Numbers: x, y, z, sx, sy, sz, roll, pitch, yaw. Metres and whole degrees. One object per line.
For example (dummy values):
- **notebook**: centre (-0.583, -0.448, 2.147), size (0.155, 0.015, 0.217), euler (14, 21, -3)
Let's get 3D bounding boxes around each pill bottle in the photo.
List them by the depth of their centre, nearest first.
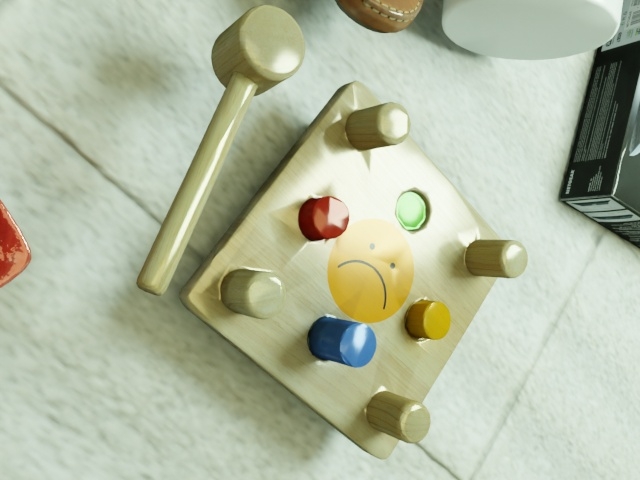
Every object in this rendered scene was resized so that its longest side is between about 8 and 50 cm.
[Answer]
- **pill bottle**: centre (0.226, -0.389, 0.682), size (0.210, 0.210, 0.363), euler (9, 85, -30)

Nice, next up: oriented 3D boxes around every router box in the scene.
- **router box**: centre (0.460, -0.150, 0.891), size (0.243, 0.081, 0.309), euler (25, 77, -28)

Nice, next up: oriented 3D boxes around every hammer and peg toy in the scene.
- **hammer and peg toy**: centre (0.000, 0.000, 0.591), size (0.361, 0.127, 0.266), euler (43, 71, -23)

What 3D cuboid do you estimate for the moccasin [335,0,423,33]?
- **moccasin**: centre (0.085, -0.372, 0.588), size (0.139, 0.147, 0.380), euler (20, 80, -32)

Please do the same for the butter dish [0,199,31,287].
- **butter dish**: centre (-0.287, -0.009, 0.424), size (0.160, 0.118, 0.160), euler (-37, 107, -27)
